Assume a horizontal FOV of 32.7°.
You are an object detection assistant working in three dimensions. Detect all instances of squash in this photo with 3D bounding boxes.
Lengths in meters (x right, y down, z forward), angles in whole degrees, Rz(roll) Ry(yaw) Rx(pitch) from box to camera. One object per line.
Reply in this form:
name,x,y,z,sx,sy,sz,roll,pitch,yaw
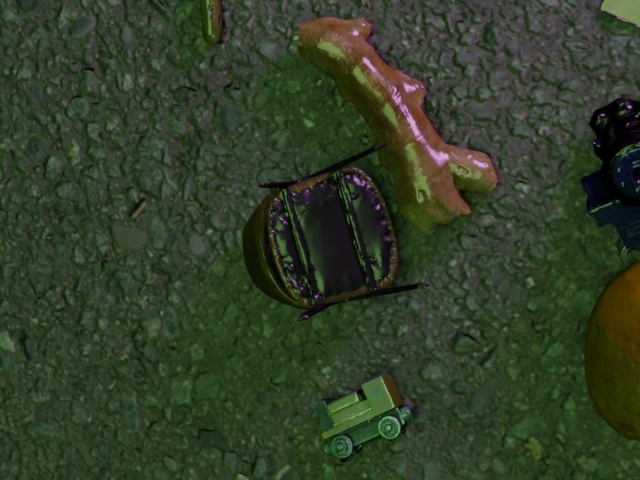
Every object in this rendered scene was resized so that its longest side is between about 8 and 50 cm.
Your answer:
squash,-0.134,-0.279,1.323,0.028,0.027,0.083,-5,95,18

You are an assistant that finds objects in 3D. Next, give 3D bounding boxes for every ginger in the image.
ginger,0.073,-0.143,1.249,0.118,0.065,0.298,-40,84,3

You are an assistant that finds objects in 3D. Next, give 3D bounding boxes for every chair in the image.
chair,0.000,0.000,1.234,0.173,0.247,0.158,-17,90,-5

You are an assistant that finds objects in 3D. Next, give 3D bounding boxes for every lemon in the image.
lemon,0.358,0.122,1.127,0.170,0.170,0.207,9,93,17

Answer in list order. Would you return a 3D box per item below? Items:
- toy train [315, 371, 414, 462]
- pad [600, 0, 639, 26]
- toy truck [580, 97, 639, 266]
toy train,0.050,0.211,1.296,0.122,0.050,0.081,-26,82,19
pad,0.409,-0.261,1.163,0.188,0.006,0.113,27,101,12
toy truck,0.381,-0.067,1.126,0.213,0.161,0.177,-23,107,18
